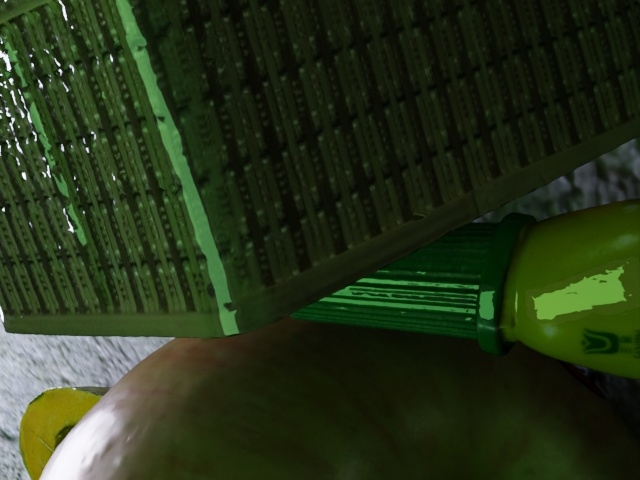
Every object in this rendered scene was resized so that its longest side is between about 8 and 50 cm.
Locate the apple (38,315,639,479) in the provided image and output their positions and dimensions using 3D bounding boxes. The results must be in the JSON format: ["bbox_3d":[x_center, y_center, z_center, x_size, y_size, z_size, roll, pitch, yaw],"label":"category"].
[{"bbox_3d":[0.010,0.219,0.753,0.391,0.391,0.346,53,149,1],"label":"apple"}]

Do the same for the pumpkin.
[{"bbox_3d":[-0.194,0.227,1.241,0.217,0.110,0.217,18,120,33],"label":"pumpkin"}]

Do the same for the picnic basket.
[{"bbox_3d":[-0.010,-0.093,0.581,0.228,0.313,0.175,-5,106,52],"label":"picnic basket"}]

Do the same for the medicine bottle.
[{"bbox_3d":[0.128,0.024,0.611,0.309,0.076,0.111,2,130,14],"label":"medicine bottle"}]
